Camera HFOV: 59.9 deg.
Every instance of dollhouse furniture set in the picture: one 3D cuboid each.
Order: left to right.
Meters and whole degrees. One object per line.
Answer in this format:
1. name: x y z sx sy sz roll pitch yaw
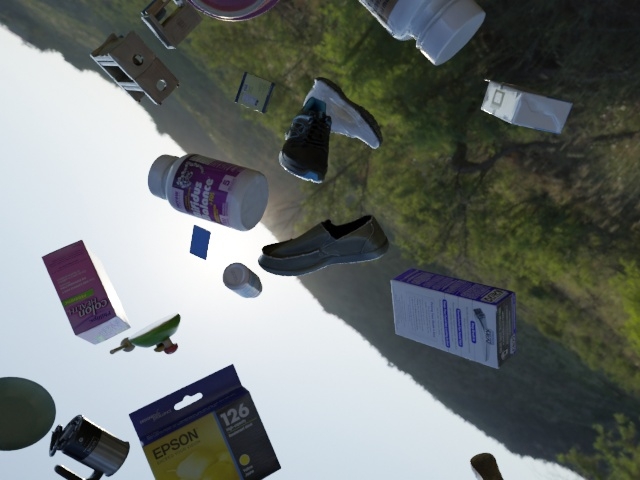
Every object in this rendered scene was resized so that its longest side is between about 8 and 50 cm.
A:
1. dollhouse furniture set: -0.326 -0.380 1.101 0.129 0.183 0.129 22 159 50

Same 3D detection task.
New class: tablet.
1. tablet: -0.299 0.005 1.379 0.054 0.083 0.006 23 -155 17

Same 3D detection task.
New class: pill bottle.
1. pill bottle: -0.306 -0.139 1.497 0.302 0.169 0.169 16 180 19
2. pill bottle: -0.233 0.128 1.702 0.087 0.087 0.160 39 173 23
3. pill bottle: 0.135 -0.386 0.851 0.229 0.131 0.131 49 -172 7

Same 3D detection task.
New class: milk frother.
1. milk frother: -0.531 0.466 1.254 0.135 0.129 0.143 46 168 -27

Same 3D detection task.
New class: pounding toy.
1. pounding toy: -0.558 0.343 1.862 0.110 0.237 0.183 64 174 -6

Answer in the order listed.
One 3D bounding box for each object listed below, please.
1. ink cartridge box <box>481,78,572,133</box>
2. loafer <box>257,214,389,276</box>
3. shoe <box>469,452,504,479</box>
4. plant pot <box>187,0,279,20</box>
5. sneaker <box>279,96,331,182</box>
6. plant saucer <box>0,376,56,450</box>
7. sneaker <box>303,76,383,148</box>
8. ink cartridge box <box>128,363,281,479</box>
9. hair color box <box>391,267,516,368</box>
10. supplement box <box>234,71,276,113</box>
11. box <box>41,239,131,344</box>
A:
1. ink cartridge box: 0.386 -0.263 1.076 0.104 0.060 0.180 8 -158 -11
2. loafer: 0.000 0.000 1.050 0.094 0.251 0.087 -97 -5 -63
3. shoe: 0.462 0.650 1.533 0.219 0.077 0.058 -16 -88 -84
4. plant pot: -0.126 -0.395 0.764 0.201 0.201 0.180 32 -153 -26
5. sneaker: -0.033 -0.276 1.493 0.125 0.139 0.340 18 -148 -19
6. plant saucer: -0.717 0.404 1.279 0.195 0.037 0.195 24 -148 -16
7. sneaker: 0.075 -0.394 1.796 0.297 0.129 0.111 41 -155 3
8. ink cartridge box: -0.296 0.527 1.452 0.307 0.304 0.072 66 156 2
9. hair color box: 0.364 0.206 1.547 0.110 0.185 0.339 -24 -155 -38
10. supplement box: -0.168 -0.385 1.450 0.083 0.083 0.056 21 -165 -5
11. box: -0.659 0.153 1.578 0.243 0.117 0.213 60 164 11
